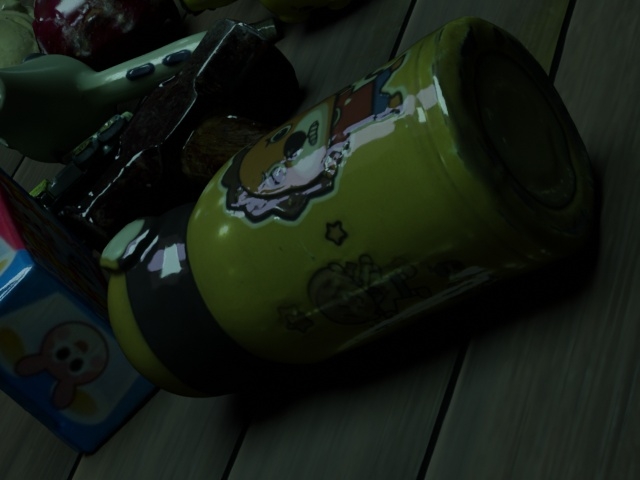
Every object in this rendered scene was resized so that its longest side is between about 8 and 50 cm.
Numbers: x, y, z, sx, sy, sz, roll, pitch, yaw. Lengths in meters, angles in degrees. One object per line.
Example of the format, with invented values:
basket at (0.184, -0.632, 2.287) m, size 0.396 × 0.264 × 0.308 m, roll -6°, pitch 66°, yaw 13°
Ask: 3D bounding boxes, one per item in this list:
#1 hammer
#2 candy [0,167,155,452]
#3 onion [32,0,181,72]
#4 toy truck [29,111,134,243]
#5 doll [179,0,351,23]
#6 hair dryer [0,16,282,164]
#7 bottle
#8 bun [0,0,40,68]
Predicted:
hammer at (-0.037, -0.060, 1.453) m, size 0.242 × 0.095 × 0.409 m, roll -52°, pitch 33°, yaw -16°
candy at (-0.250, 0.046, 1.491) m, size 0.100 × 0.157 × 0.306 m, roll -43°, pitch 26°, yaw 1°
onion at (-0.262, -0.228, 1.902) m, size 0.198 × 0.135 × 0.173 m, roll -42°, pitch 6°, yaw 8°
toy truck at (-0.224, -0.056, 1.692) m, size 0.169 × 0.077 × 0.100 m, roll -43°, pitch 17°, yaw 3°
doll at (-0.031, -0.276, 1.674) m, size 0.221 × 0.135 × 0.143 m, roll -2°, pitch 8°, yaw 29°
hair dryer at (-0.227, -0.154, 1.686) m, size 0.298 × 0.119 × 0.296 m, roll -22°, pitch -3°, yaw 32°
bottle at (0.000, 0.000, 1.200) m, size 0.351 × 0.171 × 0.171 m, roll -28°, pitch 31°, yaw 30°
bun at (-0.425, -0.215, 2.146) m, size 0.210 × 0.116 × 0.237 m, roll -44°, pitch 25°, yaw -1°
